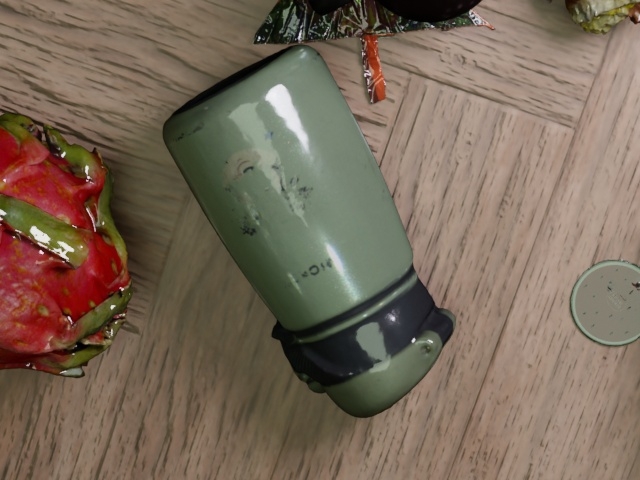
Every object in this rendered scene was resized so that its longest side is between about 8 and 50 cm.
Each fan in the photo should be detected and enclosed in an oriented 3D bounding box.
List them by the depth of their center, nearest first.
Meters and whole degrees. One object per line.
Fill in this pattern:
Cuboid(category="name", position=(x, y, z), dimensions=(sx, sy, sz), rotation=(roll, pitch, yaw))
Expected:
Cuboid(category="fan", position=(0.303, 0.045, 1.639), dimensions=(0.133, 0.005, 0.085), rotation=(-41, 92, 10))

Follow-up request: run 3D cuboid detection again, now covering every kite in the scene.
Cuboid(category="kite", position=(0.047, -0.225, 1.618), dimensions=(0.232, 0.009, 0.189), rotation=(-7, 98, 6))

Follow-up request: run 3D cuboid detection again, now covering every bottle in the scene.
Cuboid(category="bottle", position=(-0.001, 0.001, 1.582), dimensions=(0.168, 0.168, 0.347), rotation=(-27, 100, 8))

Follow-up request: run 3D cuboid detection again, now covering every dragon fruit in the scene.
Cuboid(category="dragon fruit", position=(-0.311, 0.004, 1.578), dimensions=(0.303, 0.237, 0.231), rotation=(30, 121, -11))

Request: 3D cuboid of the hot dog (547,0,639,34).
Cuboid(category="hot dog", position=(0.251, -0.294, 1.551), dimensions=(0.146, 0.103, 0.213), rotation=(-27, 86, 29))

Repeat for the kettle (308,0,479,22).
Cuboid(category="kettle", position=(0.078, -0.261, 1.491), dimensions=(0.202, 0.232, 0.144), rotation=(-22, 93, 3))
